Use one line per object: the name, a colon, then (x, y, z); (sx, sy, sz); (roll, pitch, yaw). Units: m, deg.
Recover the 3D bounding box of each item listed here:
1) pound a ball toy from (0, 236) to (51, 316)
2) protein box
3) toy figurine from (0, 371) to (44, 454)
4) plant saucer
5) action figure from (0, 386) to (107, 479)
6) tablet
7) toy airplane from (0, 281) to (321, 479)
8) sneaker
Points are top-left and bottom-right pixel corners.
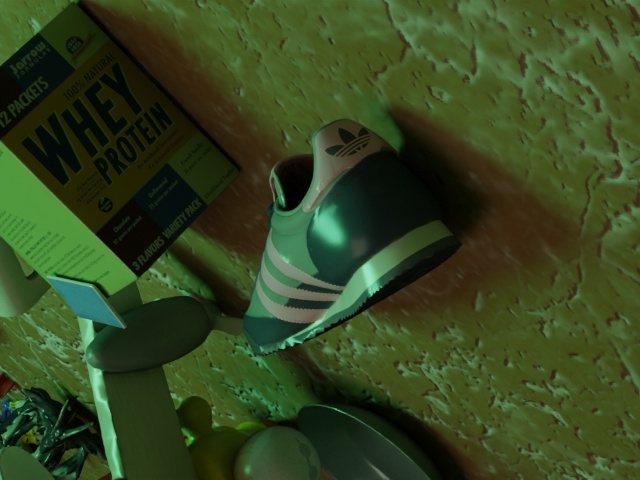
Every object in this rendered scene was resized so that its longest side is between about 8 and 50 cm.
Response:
pound a ball toy: (-0.354, -0.039, 1.502); (0.208, 0.136, 0.319); (29, 152, 26)
protein box: (-0.213, -0.065, 1.256); (0.201, 0.136, 0.200); (46, 155, -8)
toy figurine: (-0.595, 0.353, 2.365); (0.191, 0.217, 0.362); (35, 153, 16)
plant saucer: (0.063, 0.219, 1.421); (0.195, 0.037, 0.195); (32, 153, 19)
action figure: (-0.414, 0.308, 2.126); (0.164, 0.141, 0.276); (37, 157, -10)
tablet: (-0.208, 0.054, 1.269); (0.083, 0.006, 0.054); (7, 139, 50)
toy airplane: (-0.135, 0.248, 1.407); (0.272, 0.384, 0.386); (-18, 130, 22)
sneaker: (0.000, 0.000, 1.119); (0.131, 0.112, 0.319); (59, 152, 4)
